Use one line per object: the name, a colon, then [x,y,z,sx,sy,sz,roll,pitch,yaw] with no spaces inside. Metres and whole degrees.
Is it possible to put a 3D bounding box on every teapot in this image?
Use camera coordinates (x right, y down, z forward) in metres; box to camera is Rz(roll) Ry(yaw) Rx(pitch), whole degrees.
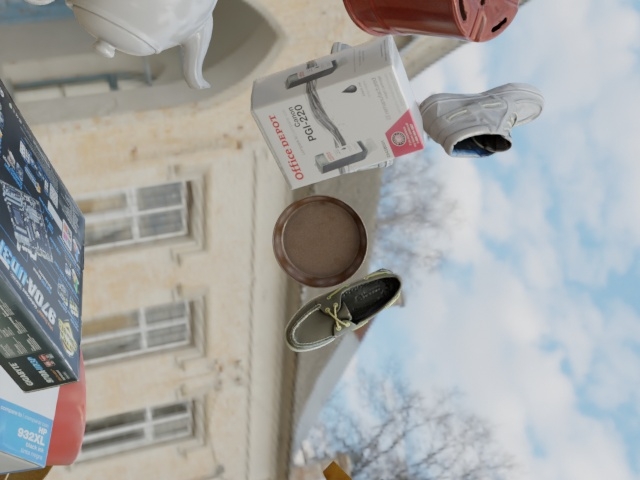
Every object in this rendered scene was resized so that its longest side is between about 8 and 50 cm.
teapot: [-0.288,-0.362,1.412,0.256,0.252,0.187,28,-91,25]

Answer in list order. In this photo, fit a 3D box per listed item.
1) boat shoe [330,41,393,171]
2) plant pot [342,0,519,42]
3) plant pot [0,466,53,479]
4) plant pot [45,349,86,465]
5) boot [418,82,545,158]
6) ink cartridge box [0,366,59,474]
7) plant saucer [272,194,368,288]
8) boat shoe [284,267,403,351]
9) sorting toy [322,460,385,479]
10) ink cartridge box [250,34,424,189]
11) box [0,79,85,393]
boat shoe: [0.069,-0.259,1.841,0.118,0.103,0.320,95,-9,-48]
plant pot: [0.222,-0.493,1.792,0.265,0.272,0.272,28,-52,44]
plant pot: [-0.661,0.368,1.907,0.254,0.237,0.237,29,-36,10]
plant pot: [-0.562,0.265,1.659,0.275,0.243,0.275,3,-87,61]
boot: [0.294,-0.191,1.613,0.095,0.258,0.123,104,-33,-44]
ink cartridge box: [-0.497,0.181,1.404,0.129,0.223,0.307,39,45,-47]
plant saucer: [0.000,0.000,1.684,0.029,0.168,0.168,-68,152,-77]
boat shoe: [0.054,0.157,2.197,0.109,0.305,0.091,61,-13,-1]
sorting toy: [0.055,0.506,1.584,0.307,0.229,0.041,36,-13,47]
ink cartridge box: [0.025,-0.184,1.394,0.092,0.218,0.158,-87,156,-49]
box: [-0.243,-0.014,0.727,0.220,0.051,0.175,73,6,-51]
